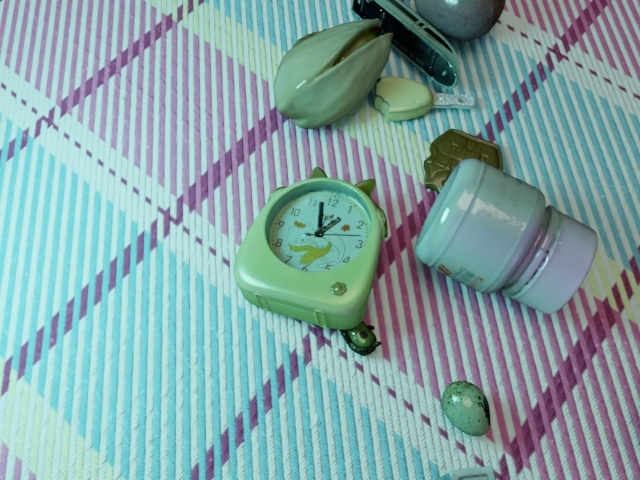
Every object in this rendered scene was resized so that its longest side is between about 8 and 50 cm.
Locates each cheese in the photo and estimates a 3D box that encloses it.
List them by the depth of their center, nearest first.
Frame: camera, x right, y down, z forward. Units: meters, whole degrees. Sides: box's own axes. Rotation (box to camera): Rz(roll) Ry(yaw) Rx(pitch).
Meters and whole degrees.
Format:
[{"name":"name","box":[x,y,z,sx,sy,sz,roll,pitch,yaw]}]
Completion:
[{"name":"cheese","box":[0.257,-0.350,1.530,0.255,0.050,0.127,4,61,1]}]

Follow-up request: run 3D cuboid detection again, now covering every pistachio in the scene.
[{"name":"pistachio","box":[0.031,-0.407,1.469,0.331,0.226,0.208,-36,90,-5]}]

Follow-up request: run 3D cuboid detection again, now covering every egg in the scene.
[{"name":"egg","box":[0.283,0.323,1.179,0.085,0.085,0.110,-30,67,-14]}]

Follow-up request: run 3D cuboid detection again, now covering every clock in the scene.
[{"name":"clock","box":[0.000,0.000,1.308,0.286,0.117,0.348,14,61,16]}]

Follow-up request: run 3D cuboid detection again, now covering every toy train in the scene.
[{"name":"toy train","box":[0.238,-0.535,1.592,0.088,0.086,0.407,-28,63,-26]}]

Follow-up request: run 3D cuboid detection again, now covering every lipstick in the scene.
[{"name":"lipstick","box":[0.219,0.423,1.000,0.066,0.317,0.068,-6,64,-2]}]

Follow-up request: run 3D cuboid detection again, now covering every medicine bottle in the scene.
[{"name":"medicine bottle","box":[0.373,-0.004,1.253,0.301,0.241,0.241,27,67,3]}]

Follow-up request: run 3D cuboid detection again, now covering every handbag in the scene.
[{"name":"handbag","box":[0.073,0.189,1.268,0.072,0.047,0.111,-22,59,-23]}]

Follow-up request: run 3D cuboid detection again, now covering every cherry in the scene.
[{"name":"cherry","box":[0.355,-0.626,1.590,0.239,0.206,0.239,-15,39,12]}]

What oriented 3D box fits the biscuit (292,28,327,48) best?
[{"name":"biscuit","box":[-0.001,-0.507,1.605,0.183,0.061,0.118,-19,64,-8]}]

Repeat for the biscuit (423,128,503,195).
[{"name":"biscuit","box":[0.331,-0.164,1.447,0.182,0.034,0.215,23,66,12]}]
